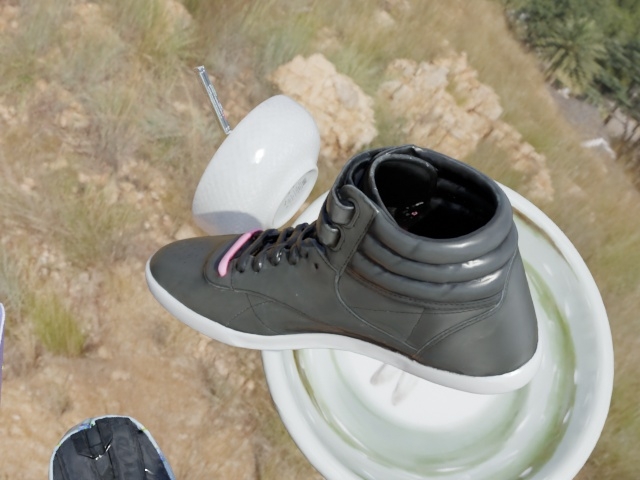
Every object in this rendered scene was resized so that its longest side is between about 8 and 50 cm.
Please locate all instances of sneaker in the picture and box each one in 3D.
[{"bbox_3d":[0.000,0.000,0.507,0.296,0.146,0.104,10,41,24],"label":"sneaker"}]

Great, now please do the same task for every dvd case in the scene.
[{"bbox_3d":[-0.187,-0.243,1.315,0.013,0.119,0.087,-24,18,-9],"label":"dvd case"}]

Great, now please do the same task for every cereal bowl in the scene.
[{"bbox_3d":[-0.108,-0.125,1.586,0.141,0.339,0.339,37,34,12],"label":"cereal bowl"}]

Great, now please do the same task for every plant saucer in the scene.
[{"bbox_3d":[0.124,0.112,0.855,0.401,0.100,0.400,4,69,-11],"label":"plant saucer"}]

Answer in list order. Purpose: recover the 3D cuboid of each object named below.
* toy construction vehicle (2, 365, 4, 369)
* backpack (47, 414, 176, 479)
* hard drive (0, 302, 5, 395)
[{"bbox_3d":[-0.496,0.202,1.090,0.098,0.086,0.035,-27,82,-21],"label":"toy construction vehicle"},{"bbox_3d":[-0.427,0.537,1.571,0.290,0.273,0.355,-21,94,-18],"label":"backpack"},{"bbox_3d":[-0.382,0.243,0.831,0.040,0.318,0.210,7,48,-18],"label":"hard drive"}]
